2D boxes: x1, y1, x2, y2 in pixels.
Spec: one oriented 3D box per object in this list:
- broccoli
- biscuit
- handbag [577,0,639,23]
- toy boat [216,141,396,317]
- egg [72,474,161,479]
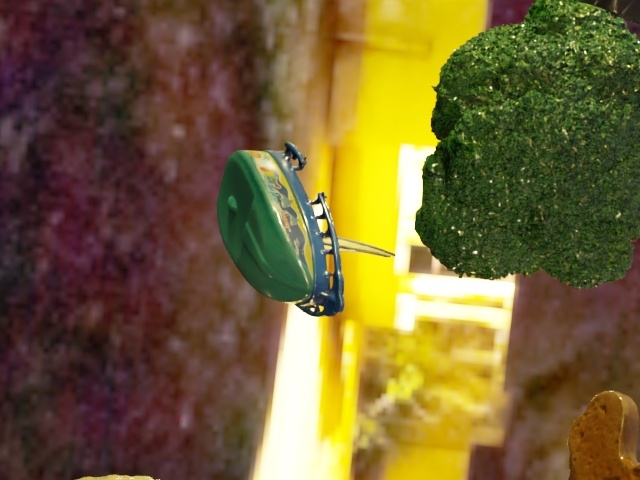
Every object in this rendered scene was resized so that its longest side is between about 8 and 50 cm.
[{"bbox_3d":[0.202,-0.072,1.558,0.254,0.269,0.269,62,2,6],"label":"broccoli"},{"bbox_3d":[0.280,0.281,1.573,0.186,0.044,0.295,-4,-113,55],"label":"biscuit"},{"bbox_3d":[0.200,-0.294,1.292,0.088,0.211,0.254,-139,-120,-61],"label":"handbag"},{"bbox_3d":[0.000,0.000,1.171,0.175,0.110,0.091,-119,-141,-56],"label":"toy boat"},{"bbox_3d":[-0.175,0.279,1.290,0.233,0.195,0.195,-50,180,10],"label":"egg"}]
